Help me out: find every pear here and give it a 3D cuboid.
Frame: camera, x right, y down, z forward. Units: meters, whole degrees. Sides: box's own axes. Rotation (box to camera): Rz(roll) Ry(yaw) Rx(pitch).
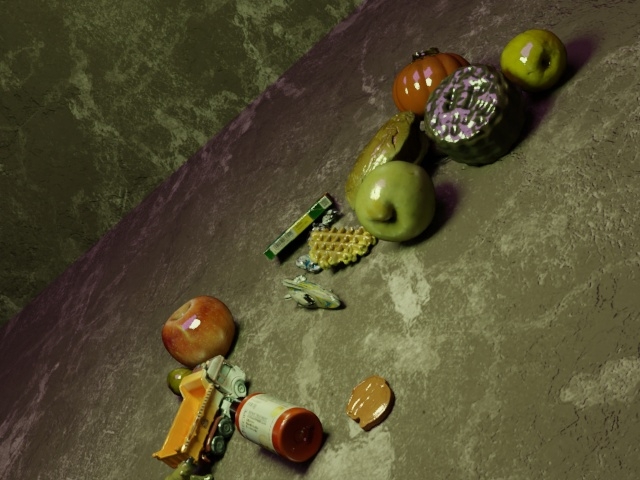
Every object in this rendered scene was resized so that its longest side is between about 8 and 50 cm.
[{"bbox_3d":[0.496,-0.417,1.925,0.149,0.149,0.162,-45,14,2],"label":"pear"}]

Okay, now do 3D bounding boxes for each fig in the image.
[{"bbox_3d":[-0.353,0.363,2.167,0.098,0.082,0.084,-36,-14,-16],"label":"fig"}]

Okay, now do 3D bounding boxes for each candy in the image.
[{"bbox_3d":[0.000,0.000,2.192,0.094,0.051,0.226,-15,39,32],"label":"candy"}]

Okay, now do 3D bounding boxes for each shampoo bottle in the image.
[{"bbox_3d":[-0.107,0.376,1.710,0.104,0.104,0.278,-55,25,-18],"label":"shampoo bottle"}]

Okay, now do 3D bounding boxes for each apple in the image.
[{"bbox_3d":[0.176,-0.090,1.885,0.200,0.200,0.200,-36,26,21],"label":"apple"},{"bbox_3d":[-0.318,0.248,2.188,0.201,0.162,0.201,-36,15,12],"label":"apple"}]

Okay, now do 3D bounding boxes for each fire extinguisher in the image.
[{"bbox_3d":[0.313,-0.225,2.039,0.157,0.045,0.078,-3,61,55],"label":"fire extinguisher"}]

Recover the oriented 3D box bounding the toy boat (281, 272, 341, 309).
[{"bbox_3d":[-0.014,0.132,1.982,0.066,0.084,0.210,-43,28,-23],"label":"toy boat"}]

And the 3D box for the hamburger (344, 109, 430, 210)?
[{"bbox_3d":[0.175,-0.205,2.063,0.309,0.132,0.211,-60,6,-33],"label":"hamburger"}]

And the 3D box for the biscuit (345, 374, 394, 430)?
[{"bbox_3d":[0.094,0.310,1.594,0.102,0.019,0.130,-45,24,0],"label":"biscuit"}]

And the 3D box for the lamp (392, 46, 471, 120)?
[{"bbox_3d":[0.296,-0.399,2.147,0.223,0.196,0.223,-17,-1,0],"label":"lamp"}]

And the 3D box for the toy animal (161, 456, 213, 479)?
[{"bbox_3d":[-0.327,0.547,1.801,0.219,0.101,0.103,-30,27,31],"label":"toy animal"}]

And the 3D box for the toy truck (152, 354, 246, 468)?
[{"bbox_3d":[-0.272,0.397,1.901,0.114,0.135,0.270,-25,32,40],"label":"toy truck"}]

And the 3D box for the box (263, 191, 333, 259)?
[{"bbox_3d":[-0.059,-0.042,2.315,0.235,0.034,0.132,-42,4,9],"label":"box"}]

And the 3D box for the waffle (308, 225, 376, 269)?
[{"bbox_3d":[0.054,0.003,2.065,0.192,0.046,0.160,-26,35,18],"label":"waffle"}]

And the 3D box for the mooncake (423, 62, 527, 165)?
[{"bbox_3d":[0.350,-0.293,1.896,0.228,0.124,0.228,-18,60,35],"label":"mooncake"}]
